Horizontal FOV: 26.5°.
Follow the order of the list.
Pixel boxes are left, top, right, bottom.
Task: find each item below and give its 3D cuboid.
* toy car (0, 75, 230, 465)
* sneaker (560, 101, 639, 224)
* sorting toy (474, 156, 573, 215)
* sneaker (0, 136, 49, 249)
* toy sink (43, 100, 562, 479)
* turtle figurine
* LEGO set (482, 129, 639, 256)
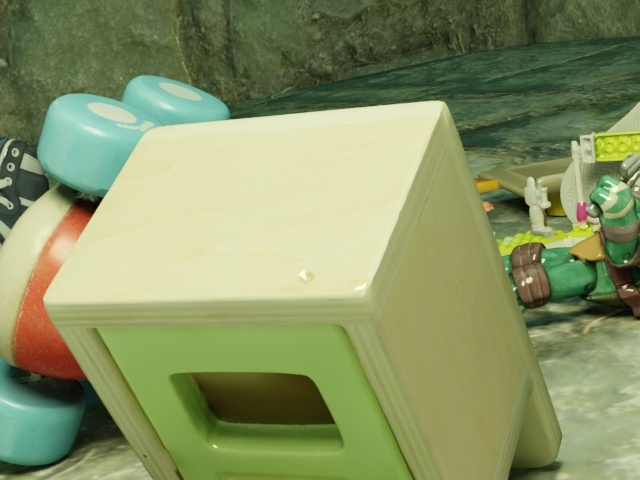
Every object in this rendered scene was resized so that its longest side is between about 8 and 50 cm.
[{"bbox_3d":[-0.065,0.046,0.843,0.238,0.219,0.210,24,17,9],"label":"toy car"},{"bbox_3d":[0.356,-0.111,1.167,0.292,0.108,0.169,-38,-18,36],"label":"sneaker"},{"bbox_3d":[0.271,-0.059,1.391,0.348,0.047,0.196,-10,7,-8],"label":"sorting toy"},{"bbox_3d":[-0.348,-0.013,1.332,0.099,0.153,0.282,-5,11,20],"label":"sneaker"},{"bbox_3d":[0.005,0.070,0.630,0.153,0.234,0.131,-2,42,26],"label":"toy sink"},{"bbox_3d":[0.207,-0.003,0.961,0.234,0.118,0.175,-21,-4,13],"label":"turtle figurine"},{"bbox_3d":[0.195,-0.025,1.103,0.287,0.107,0.132,-7,11,8],"label":"LEGO set"}]
